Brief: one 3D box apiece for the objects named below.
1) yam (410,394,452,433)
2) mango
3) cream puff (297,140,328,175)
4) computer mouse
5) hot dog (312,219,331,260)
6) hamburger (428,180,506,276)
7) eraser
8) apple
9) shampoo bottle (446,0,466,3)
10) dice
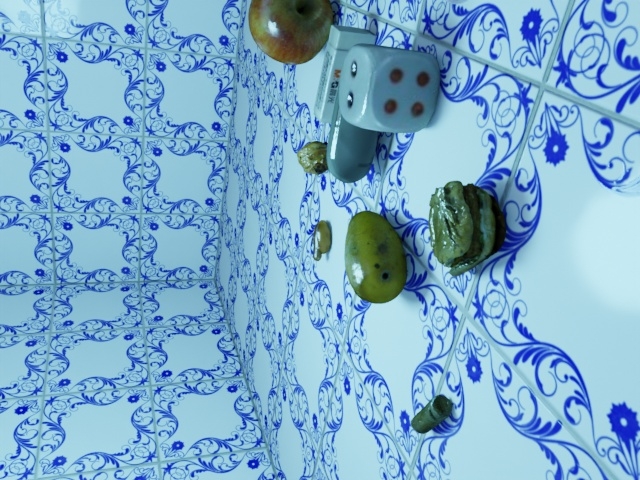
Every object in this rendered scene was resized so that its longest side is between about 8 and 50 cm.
[{"bbox_3d":[0.259,0.410,1.354,0.132,0.054,0.054,115,147,-49],"label":"yam"},{"bbox_3d":[0.141,0.030,1.525,0.176,0.176,0.329,-44,27,33],"label":"mango"},{"bbox_3d":[-0.012,-0.276,1.968,0.104,0.119,0.133,55,171,29],"label":"cream puff"},{"bbox_3d":[0.108,-0.313,1.568,0.095,0.197,0.330,23,119,31],"label":"computer mouse"},{"bbox_3d":[-0.001,-0.001,2.008,0.090,0.060,0.140,-141,50,-69],"label":"hot dog"},{"bbox_3d":[0.296,-0.025,1.187,0.206,0.130,0.183,98,169,-77],"label":"hamburger"},{"bbox_3d":[0.069,-0.490,1.726,0.081,0.124,0.278,-118,35,-50],"label":"eraser"},{"bbox_3d":[-0.109,-0.740,1.945,0.301,0.302,0.301,180,90,-69],"label":"apple"},{"bbox_3d":[0.258,-0.644,1.283,0.092,0.092,0.303,114,149,-47],"label":"shampoo bottle"},{"bbox_3d":[0.163,-0.368,1.394,0.194,0.194,0.191,-128,41,-60],"label":"dice"}]
